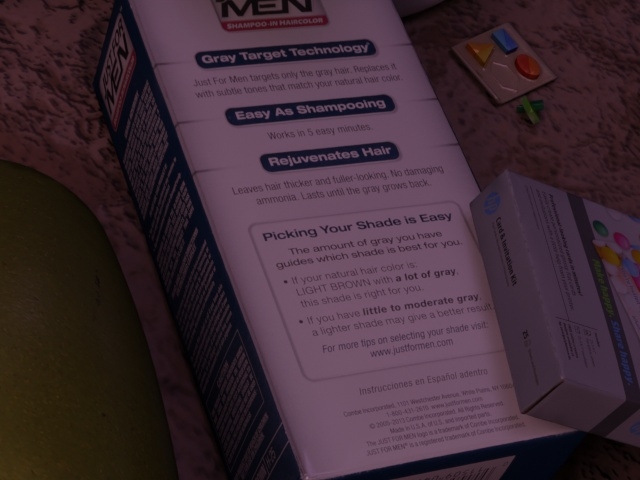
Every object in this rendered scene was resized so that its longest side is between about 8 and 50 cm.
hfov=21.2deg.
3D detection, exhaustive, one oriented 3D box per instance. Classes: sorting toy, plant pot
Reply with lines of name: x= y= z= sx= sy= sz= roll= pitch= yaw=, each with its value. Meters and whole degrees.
sorting toy: x=0.137 y=-0.116 z=1.193 sx=0.062 sy=0.012 sz=0.083 roll=-24 pitch=65 yaw=-32
plant pot: x=-0.178 y=0.097 z=0.788 sx=0.274 sy=0.275 sz=0.293 roll=15 pitch=35 yaw=-8

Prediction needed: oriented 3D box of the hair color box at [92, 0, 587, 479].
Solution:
hair color box: x=0.000 y=0.000 z=0.997 sx=0.174 sy=0.105 sz=0.347 roll=-7 pitch=57 yaw=-24

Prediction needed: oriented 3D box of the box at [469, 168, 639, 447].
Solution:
box: x=0.178 y=0.050 z=0.955 sx=0.186 sy=0.038 sz=0.145 roll=19 pitch=43 yaw=-31

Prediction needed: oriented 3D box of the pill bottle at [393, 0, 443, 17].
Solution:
pill bottle: x=-0.003 y=-0.347 z=1.194 sx=0.204 sy=0.204 sz=0.361 roll=-17 pitch=62 yaw=-29
